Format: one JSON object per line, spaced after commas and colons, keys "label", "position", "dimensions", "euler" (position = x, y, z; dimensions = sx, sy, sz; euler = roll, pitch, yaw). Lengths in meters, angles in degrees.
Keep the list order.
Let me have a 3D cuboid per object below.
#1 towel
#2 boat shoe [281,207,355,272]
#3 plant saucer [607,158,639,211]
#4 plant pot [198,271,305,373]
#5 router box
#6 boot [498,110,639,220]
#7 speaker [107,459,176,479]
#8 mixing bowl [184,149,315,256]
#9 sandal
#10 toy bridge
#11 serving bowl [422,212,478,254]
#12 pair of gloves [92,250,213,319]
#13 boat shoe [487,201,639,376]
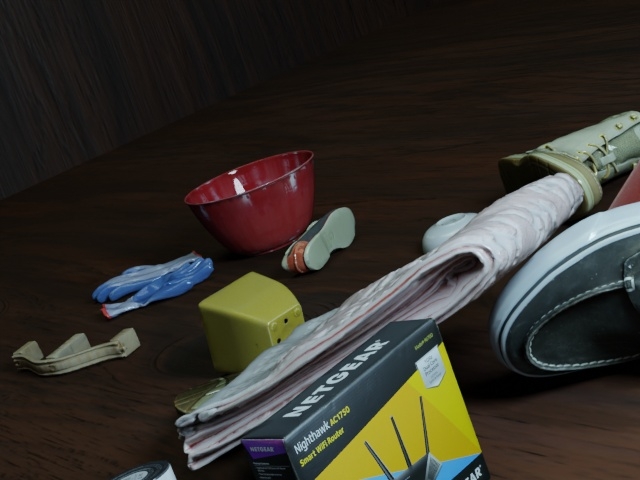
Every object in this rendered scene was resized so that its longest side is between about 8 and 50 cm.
{"label": "towel", "position": [0.058, 0.055, 1.287], "dimensions": [0.317, 0.053, 0.332], "euler": [-33, -1, 23]}
{"label": "boat shoe", "position": [0.000, 0.000, 1.861], "dimensions": [0.043, 0.049, 0.137], "euler": [-13, 20, 34]}
{"label": "plant saucer", "position": [0.344, -0.092, 1.462], "dimensions": [0.259, 0.047, 0.258], "euler": [-43, -16, -57]}
{"label": "plant pot", "position": [-0.060, 0.088, 1.543], "dimensions": [0.083, 0.081, 0.081], "euler": [10, 31, 45]}
{"label": "router box", "position": [0.036, 0.151, 1.046], "dimensions": [0.046, 0.133, 0.179], "euler": [-8, 19, 42]}
{"label": "boot", "position": [0.307, -0.087, 1.701], "dimensions": [0.165, 0.077, 0.213], "euler": [-21, 11, -11]}
{"label": "speaker", "position": [-0.097, 0.215, 0.985], "dimensions": [0.055, 0.136, 0.055], "euler": [-21, 10, 4]}
{"label": "mixing bowl", "position": [-0.079, -0.041, 2.014], "dimensions": [0.181, 0.098, 0.181], "euler": [-18, 14, 5]}
{"label": "sandal", "position": [-0.092, 0.154, 1.409], "dimensions": [0.072, 0.049, 0.180], "euler": [-15, -1, -2]}
{"label": "toy bridge", "position": [-0.297, 0.135, 1.801], "dimensions": [0.188, 0.026, 0.063], "euler": [-9, 20, 37]}
{"label": "serving bowl", "position": [0.151, -0.011, 1.725], "dimensions": [0.083, 0.027, 0.083], "euler": [-20, 14, 5]}
{"label": "pair of gloves", "position": [-0.223, 0.053, 2.020], "dimensions": [0.159, 0.023, 0.198], "euler": [-22, 15, -9]}
{"label": "boat shoe", "position": [0.287, 0.033, 1.170], "dimensions": [0.335, 0.121, 0.119], "euler": [-25, 33, 14]}
